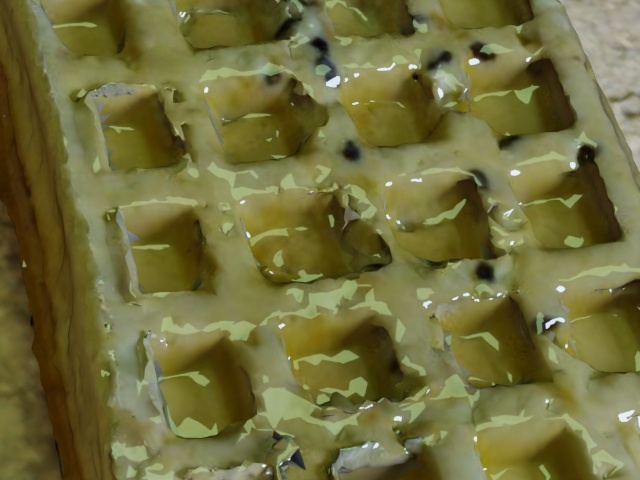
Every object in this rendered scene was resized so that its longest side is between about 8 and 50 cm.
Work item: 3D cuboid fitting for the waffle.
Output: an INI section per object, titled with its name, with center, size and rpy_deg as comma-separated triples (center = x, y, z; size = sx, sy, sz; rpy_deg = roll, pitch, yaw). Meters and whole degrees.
[waffle]
center = 0.000, 0.000, 0.717
size = 0.261, 0.114, 0.376
rpy_deg = -8, 57, -17
